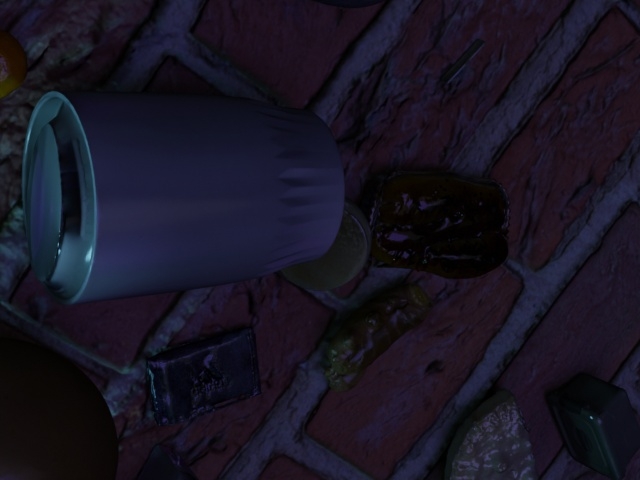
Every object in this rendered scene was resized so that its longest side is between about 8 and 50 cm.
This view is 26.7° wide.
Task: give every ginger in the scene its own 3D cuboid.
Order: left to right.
[{"bbox_3d":[0.071,0.135,1.993,0.205,0.081,0.115,-50,131,0],"label":"ginger"}]

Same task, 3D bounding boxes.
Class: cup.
[{"bbox_3d":[-0.177,-0.061,1.672,0.371,0.253,0.253,-5,113,-32],"label":"cup"}]

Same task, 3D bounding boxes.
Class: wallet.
[{"bbox_3d":[-0.165,0.190,1.917,0.165,0.030,0.111,-16,113,-25],"label":"wallet"}]

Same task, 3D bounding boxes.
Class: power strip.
[{"bbox_3d":[-0.262,0.423,1.913,0.037,0.109,0.279,27,96,-36],"label":"power strip"}]

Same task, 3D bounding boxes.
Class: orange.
[{"bbox_3d":[-0.387,-0.208,1.589,0.083,0.083,0.084,-12,116,-25],"label":"orange"}]

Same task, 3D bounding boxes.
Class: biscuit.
[{"bbox_3d":[0.285,0.394,2.226,0.179,0.084,0.281,-30,123,-15],"label":"biscuit"}]

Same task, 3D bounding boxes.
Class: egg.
[{"bbox_3d":[-0.426,0.273,1.631,0.373,0.301,0.301,-19,120,-38],"label":"egg"}]

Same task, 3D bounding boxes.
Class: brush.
[{"bbox_3d":[0.207,-0.256,1.943,0.084,0.016,0.013,-48,138,-3],"label":"brush"}]

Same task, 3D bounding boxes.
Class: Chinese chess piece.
[{"bbox_3d":[0.000,0.000,1.885,0.144,0.058,0.144,-1,114,-2],"label":"Chinese chess piece"}]

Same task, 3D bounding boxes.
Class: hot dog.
[{"bbox_3d":[0.173,-0.023,1.986,0.270,0.082,0.163,5,106,-30],"label":"hot dog"}]

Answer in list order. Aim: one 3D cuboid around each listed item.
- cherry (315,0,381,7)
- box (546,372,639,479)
[{"bbox_3d":[0.039,-0.407,1.647,0.296,0.218,0.255,-10,155,-48],"label":"cherry"},{"bbox_3d":[0.471,0.307,2.278,0.093,0.124,0.172,-41,127,-21],"label":"box"}]
